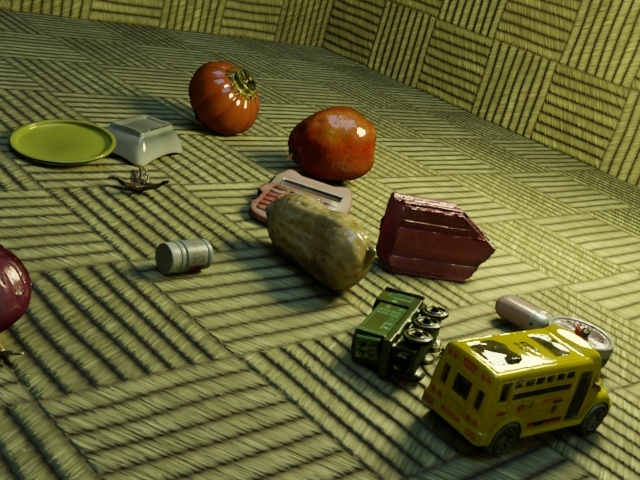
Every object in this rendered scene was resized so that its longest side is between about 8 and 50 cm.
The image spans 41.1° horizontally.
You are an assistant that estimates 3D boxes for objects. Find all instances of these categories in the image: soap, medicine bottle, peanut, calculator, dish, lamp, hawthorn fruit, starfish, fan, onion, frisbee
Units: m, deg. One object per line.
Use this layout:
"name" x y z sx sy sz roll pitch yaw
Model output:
"soap" 0.256 0.000 1.852 0.250 0.162 0.099 10 16 -19
"medicine bottle" -0.247 0.028 1.551 0.091 0.058 0.058 -6 30 -45
"peanut" 0.007 0.006 1.691 0.291 0.143 0.159 31 -9 46
"calculator" -0.045 -0.081 1.997 0.220 0.048 0.329 20 24 7
"dish" -0.444 -0.256 2.104 0.151 0.077 0.212 22 22 14
"lamp" -0.275 -0.406 2.441 0.223 0.197 0.223 37 36 -33
"hawthorn fruit" 0.014 -0.252 2.273 0.262 0.210 0.210 -9 30 -25
"starfish" -0.386 -0.123 1.857 0.130 0.041 0.133 12 26 15
"fan" 0.450 0.172 1.665 0.244 0.074 0.130 30 26 34
"onion" -0.478 0.077 1.147 0.177 0.153 0.177 2 34 -2
"frisbee" -0.587 -0.224 1.949 0.236 0.017 0.236 7 30 -4

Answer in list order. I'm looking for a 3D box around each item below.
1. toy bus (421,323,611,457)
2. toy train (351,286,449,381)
"toy bus" 0.328 0.222 1.344 0.330 0.152 0.144 -2 26 -38
"toy train" 0.135 0.160 1.460 0.137 0.090 0.225 15 20 18
